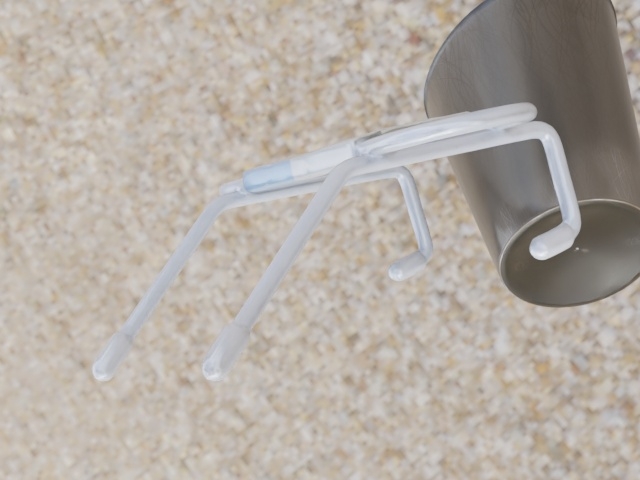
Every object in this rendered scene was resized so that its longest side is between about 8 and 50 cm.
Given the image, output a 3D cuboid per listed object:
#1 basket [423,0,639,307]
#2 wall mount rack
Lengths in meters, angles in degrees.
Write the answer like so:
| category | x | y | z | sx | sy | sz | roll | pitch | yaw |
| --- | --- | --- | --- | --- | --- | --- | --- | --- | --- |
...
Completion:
| category | x | y | z | sx | sy | sz | roll | pitch | yaw |
| --- | --- | --- | --- | --- | --- | --- | --- | --- | --- |
| basket | 0.186 | -0.069 | 1.214 | 0.204 | 0.154 | 0.227 | -54 | 32 | 39 |
| wall mount rack | 0.000 | 0.000 | 1.043 | 0.350 | 0.304 | 0.130 | -12 | 92 | 62 |
